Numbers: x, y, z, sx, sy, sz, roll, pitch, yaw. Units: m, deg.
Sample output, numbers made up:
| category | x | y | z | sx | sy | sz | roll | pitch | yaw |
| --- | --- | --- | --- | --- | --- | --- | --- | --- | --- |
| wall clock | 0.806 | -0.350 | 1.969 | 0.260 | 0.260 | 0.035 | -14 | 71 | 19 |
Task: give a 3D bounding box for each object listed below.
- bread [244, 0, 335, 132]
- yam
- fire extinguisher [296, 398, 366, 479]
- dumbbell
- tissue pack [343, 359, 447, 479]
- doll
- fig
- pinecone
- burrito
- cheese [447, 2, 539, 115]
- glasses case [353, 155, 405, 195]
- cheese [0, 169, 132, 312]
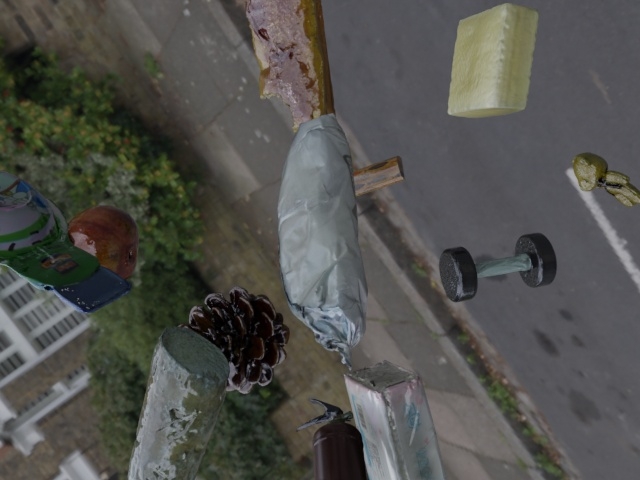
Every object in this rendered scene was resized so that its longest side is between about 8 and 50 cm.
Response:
| category | x | y | z | sx | sy | sz | roll | pitch | yaw |
| --- | --- | --- | --- | --- | --- | --- | --- | --- | --- |
| bread | -0.076 | -0.436 | 1.712 | 0.185 | 0.109 | 0.380 | -3 | 100 | 26 |
| yam | -0.240 | 0.315 | 1.216 | 0.133 | 0.330 | 0.133 | 17 | -175 | -1 |
| fire extinguisher | 0.020 | 0.444 | 1.436 | 0.344 | 0.138 | 0.102 | -96 | -21 | -44 |
| dumbbell | 0.319 | 0.048 | 1.356 | 0.100 | 0.191 | 0.100 | 170 | 90 | -78 |
| tissue pack | 0.155 | 0.401 | 1.547 | 0.201 | 0.124 | 0.271 | 3 | 109 | 68 |
| doll | 0.739 | -0.147 | 1.952 | 0.209 | 0.097 | 0.137 | 37 | -177 | 3 |
| fig | -0.520 | 0.008 | 1.742 | 0.205 | 0.205 | 0.205 | 46 | 162 | 20 |
| pinecone | -0.167 | 0.186 | 1.366 | 0.208 | 0.208 | 0.207 | 46 | 162 | 20 |
| burrito | 0.000 | 0.000 | 1.131 | 0.101 | 0.139 | 0.445 | 31 | -139 | -40 |
| cheese | 0.454 | -0.467 | 1.994 | 0.242 | 0.124 | 0.265 | -168 | 85 | -71 |
| glasses case | 0.125 | -0.159 | 1.888 | 0.041 | 0.170 | 0.064 | 35 | -137 | -55 |
| cheese | -0.381 | -0.010 | 0.928 | 0.320 | 0.204 | 0.083 | 30 | 115 | 13 |
